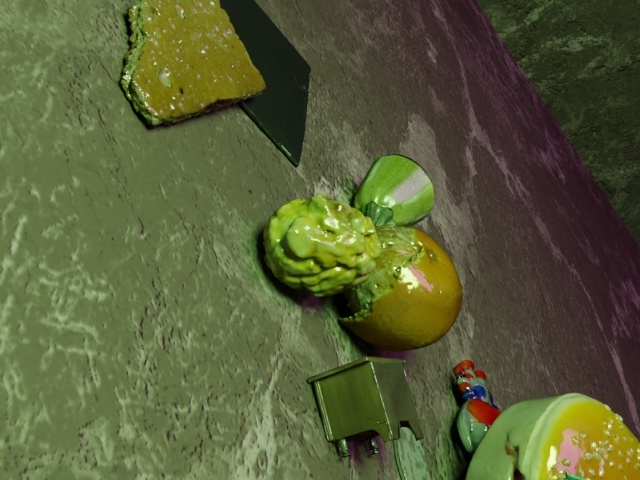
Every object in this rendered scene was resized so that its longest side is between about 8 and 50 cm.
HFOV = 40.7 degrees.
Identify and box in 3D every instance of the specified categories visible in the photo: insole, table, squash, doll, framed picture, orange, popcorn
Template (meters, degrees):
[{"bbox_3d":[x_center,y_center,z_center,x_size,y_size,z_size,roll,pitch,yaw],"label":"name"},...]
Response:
[{"bbox_3d":[0.107,0.271,0.920,0.065,0.006,0.193,30,39,-49],"label":"insole"},{"bbox_3d":[0.047,0.165,0.847,0.083,0.070,0.082,18,52,-57],"label":"table"},{"bbox_3d":[0.075,-0.040,1.120,0.105,0.105,0.132,57,43,-8],"label":"squash"},{"bbox_3d":[0.206,0.231,1.094,0.194,0.062,0.104,-95,159,-55],"label":"doll"},{"bbox_3d":[-0.118,-0.268,1.063,0.324,0.013,0.244,45,28,-29],"label":"framed picture"},{"bbox_3d":[0.085,0.056,0.973,0.157,0.134,0.156,32,20,-13],"label":"orange"},{"bbox_3d":[0.000,0.000,0.885,0.106,0.121,0.116,-106,-173,-51],"label":"popcorn"}]

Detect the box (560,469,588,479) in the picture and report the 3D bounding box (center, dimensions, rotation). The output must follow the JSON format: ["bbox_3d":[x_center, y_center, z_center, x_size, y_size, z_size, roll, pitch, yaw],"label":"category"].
[{"bbox_3d":[0.263,0.387,0.779,0.205,0.118,0.311,31,74,-51],"label":"box"}]

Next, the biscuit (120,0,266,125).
[{"bbox_3d":[-0.144,-0.193,0.902,0.131,0.026,0.237,59,30,-3],"label":"biscuit"}]

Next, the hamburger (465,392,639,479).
[{"bbox_3d":[0.294,0.304,0.990,0.295,0.151,0.227,37,71,-34],"label":"hamburger"}]
